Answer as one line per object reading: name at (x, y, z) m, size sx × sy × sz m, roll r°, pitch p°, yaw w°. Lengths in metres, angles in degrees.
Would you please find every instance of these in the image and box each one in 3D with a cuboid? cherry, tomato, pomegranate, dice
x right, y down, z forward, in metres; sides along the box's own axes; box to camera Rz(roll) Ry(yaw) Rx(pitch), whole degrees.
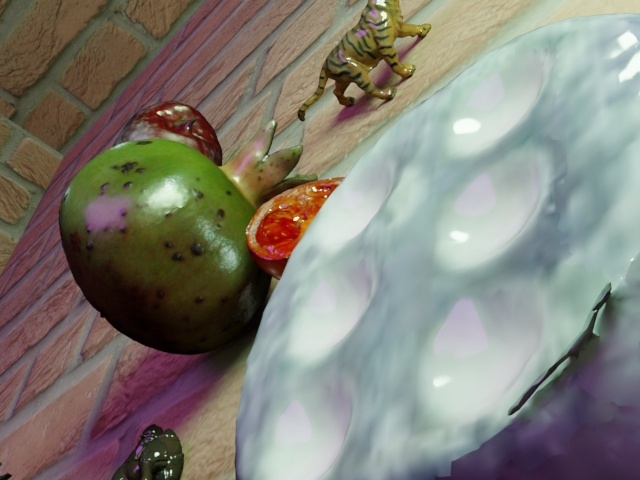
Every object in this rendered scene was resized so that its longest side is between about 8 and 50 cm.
cherry at (-0.289, -0.123, 1.676) m, size 0.300 × 0.203 × 0.230 m, roll -52°, pitch 28°, yaw 28°
tomato at (0.000, 0.000, 1.085) m, size 0.159 × 0.091 × 0.139 m, roll -25°, pitch 37°, yaw 1°
pomegranate at (-0.181, -0.024, 1.196) m, size 0.323 × 0.291 × 0.291 m, roll -63°, pitch 24°, yaw -11°
dice at (0.138, 0.077, 0.459) m, size 0.270 × 0.271 × 0.270 m, roll -36°, pitch 29°, yaw 39°

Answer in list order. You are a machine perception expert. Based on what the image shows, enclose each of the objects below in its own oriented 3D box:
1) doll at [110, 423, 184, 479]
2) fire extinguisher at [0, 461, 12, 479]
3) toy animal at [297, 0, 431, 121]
doll at (-0.219, 0.287, 1.159) m, size 0.139 × 0.057 × 0.165 m, roll -45°, pitch 19°, yaw 29°
fire extinguisher at (-0.455, 0.432, 1.270) m, size 0.118 × 0.093 × 0.294 m, roll -43°, pitch 39°, yaw 5°
toy animal at (0.044, -0.247, 1.305) m, size 0.255 × 0.116 × 0.114 m, roll -43°, pitch 24°, yaw 28°
